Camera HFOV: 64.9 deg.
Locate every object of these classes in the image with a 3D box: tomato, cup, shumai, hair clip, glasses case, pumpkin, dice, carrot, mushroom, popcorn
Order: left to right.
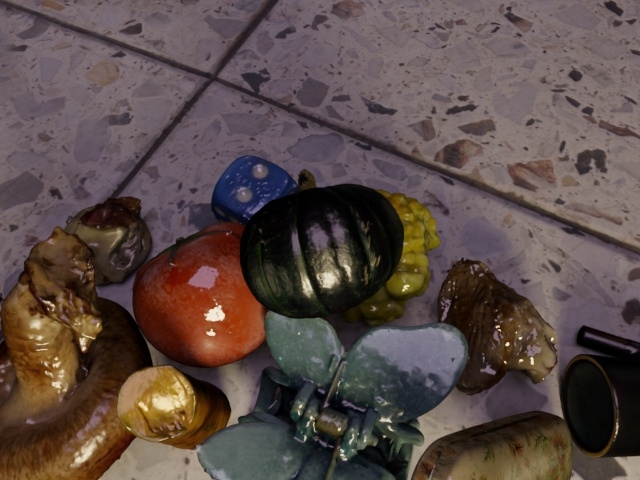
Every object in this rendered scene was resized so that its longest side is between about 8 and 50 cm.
[{"bbox_3d":[-0.420,0.224,0.782,0.334,0.356,0.331,-27,66,-4],"label":"mushroom"},{"bbox_3d":[-0.451,-0.014,1.040,0.201,0.120,0.201,1,62,-2],"label":"shumai"},{"bbox_3d":[-0.212,0.266,0.789,0.114,0.302,0.114,0,67,1],"label":"carrot"},{"bbox_3d":[-0.192,0.103,0.898,0.265,0.265,0.264,0,63,1],"label":"tomato"},{"bbox_3d":[-0.132,-0.080,1.051,0.143,0.146,0.146,28,67,16],"label":"dice"},{"bbox_3d":[0.000,0.000,0.751,0.250,0.250,0.216,-11,91,-4],"label":"pumpkin"},{"bbox_3d":[0.015,0.302,0.802,0.318,0.238,0.392,19,65,11],"label":"hair clip"},{"bbox_3d":[0.093,0.028,0.949,0.242,0.235,0.250,-11,39,24],"label":"popcorn"},{"bbox_3d":[0.320,0.168,0.931,0.185,0.184,0.218,15,44,-31],"label":"shumai"},{"bbox_3d":[0.259,0.340,0.716,0.098,0.425,0.156,5,86,44],"label":"glasses case"},{"bbox_3d":[0.534,0.246,0.864,0.177,0.166,0.239,3,64,-1],"label":"cup"}]
